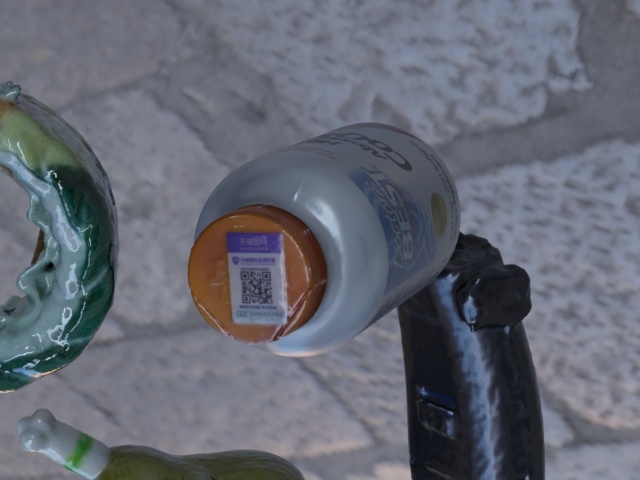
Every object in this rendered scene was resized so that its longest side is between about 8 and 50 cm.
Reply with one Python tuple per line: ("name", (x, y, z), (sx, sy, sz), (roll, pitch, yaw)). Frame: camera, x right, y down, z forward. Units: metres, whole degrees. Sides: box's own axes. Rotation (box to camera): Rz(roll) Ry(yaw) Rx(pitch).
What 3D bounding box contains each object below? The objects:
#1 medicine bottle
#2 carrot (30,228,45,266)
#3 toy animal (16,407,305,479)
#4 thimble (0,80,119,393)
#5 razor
("medicine bottle", (0.000, 0.000, 1.271), (0.157, 0.288, 0.157), (4, 102, 20))
("carrot", (-0.318, -0.010, 1.926), (0.042, 0.171, 0.042), (6, 158, 2))
("toy animal", (-0.189, 0.321, 1.919), (0.362, 0.180, 0.181), (8, 125, -21))
("thimble", (-0.313, -0.010, 1.482), (0.254, 0.167, 0.288), (-6, 104, -7))
("razor", (0.160, 0.156, 1.771), (0.189, 0.107, 0.327), (18, 122, 52))
